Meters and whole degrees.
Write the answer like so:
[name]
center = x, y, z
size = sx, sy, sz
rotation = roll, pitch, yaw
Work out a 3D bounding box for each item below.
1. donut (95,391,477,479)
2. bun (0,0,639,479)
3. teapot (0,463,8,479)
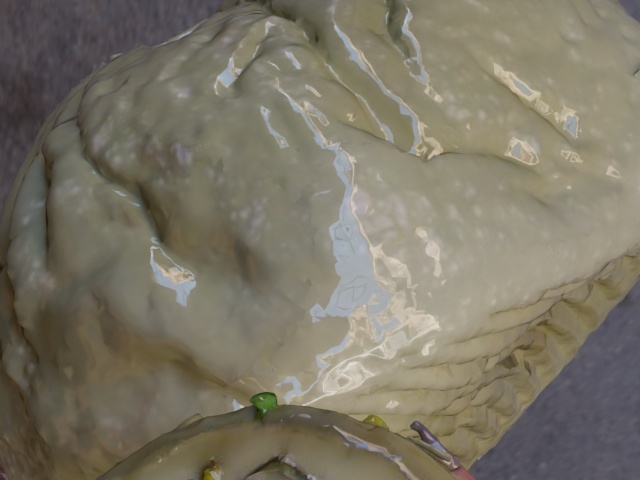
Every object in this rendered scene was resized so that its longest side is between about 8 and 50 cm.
[donut]
center = -0.006, 0.129, 0.506
size = 0.174, 0.068, 0.175
rotation = 2, 96, 20
[bun]
center = 0.000, 0.000, 0.806
size = 0.352, 0.349, 0.227
rotation = -43, 72, 11
[teapot]
center = -0.315, 0.274, 1.735
size = 0.173, 0.116, 0.116
rotation = -4, 71, 19
